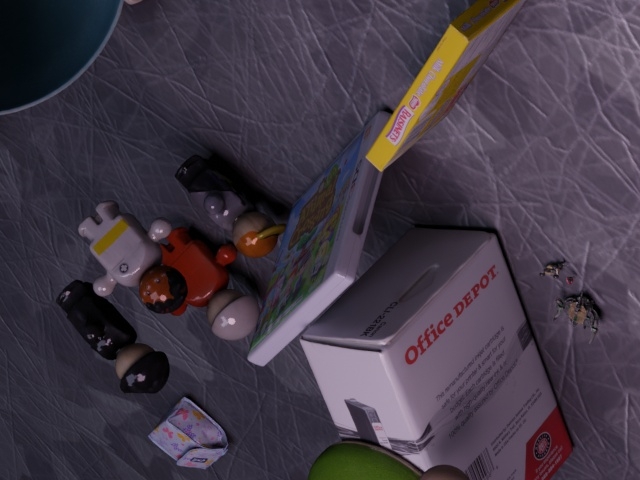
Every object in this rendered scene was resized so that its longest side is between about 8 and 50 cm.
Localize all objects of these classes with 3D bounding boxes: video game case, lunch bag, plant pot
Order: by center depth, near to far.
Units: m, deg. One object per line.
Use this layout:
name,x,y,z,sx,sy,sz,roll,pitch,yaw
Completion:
video game case,0.000,0.000,1.919,0.023,0.193,0.212,25,146,-13
plant pot,-0.357,-0.284,1.965,0.195,0.290,0.290,33,151,62
lunch bag,-0.158,0.241,2.416,0.083,0.053,0.071,40,146,-6

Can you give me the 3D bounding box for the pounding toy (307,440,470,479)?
pounding toy,0.057,0.294,1.866,0.237,0.110,0.183,-2,123,48

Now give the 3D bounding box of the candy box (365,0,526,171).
candy box,0.112,-0.146,1.734,0.027,0.105,0.206,42,143,6

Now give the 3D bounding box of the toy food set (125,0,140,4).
toy food set,-0.123,-0.343,1.784,0.306,0.092,0.220,-10,116,45

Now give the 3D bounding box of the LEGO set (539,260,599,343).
LEGO set,0.241,0.056,1.873,0.054,0.023,0.083,-3,109,44

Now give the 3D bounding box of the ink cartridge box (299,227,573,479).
ink cartridge box,0.117,0.150,1.931,0.114,0.197,0.273,6,128,42

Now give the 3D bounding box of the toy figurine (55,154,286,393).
toy figurine,-0.152,0.039,2.084,0.148,0.213,0.209,47,141,20
